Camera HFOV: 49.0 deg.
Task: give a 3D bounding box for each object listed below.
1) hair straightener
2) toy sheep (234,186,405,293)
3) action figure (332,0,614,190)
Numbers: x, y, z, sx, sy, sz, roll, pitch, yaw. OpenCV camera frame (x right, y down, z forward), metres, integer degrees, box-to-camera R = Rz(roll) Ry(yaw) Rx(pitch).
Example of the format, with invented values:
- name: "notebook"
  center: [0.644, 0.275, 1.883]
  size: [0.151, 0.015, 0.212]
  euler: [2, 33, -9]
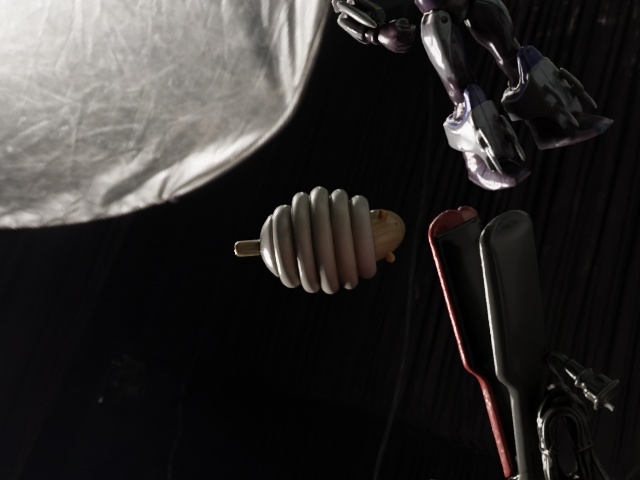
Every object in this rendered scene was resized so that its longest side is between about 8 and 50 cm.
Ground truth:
- name: "hair straightener"
  center: [0.122, 0.093, 0.398]
  size: [0.047, 0.231, 0.089]
  euler: [-18, -168, -31]
- name: "toy sheep"
  center: [0.000, 0.000, 0.542]
  size: [0.132, 0.091, 0.091]
  euler: [-11, 161, 4]
- name: "action figure"
  center: [0.113, -0.186, 0.572]
  size: [0.285, 0.185, 0.099]
  euler: [54, 177, -15]
